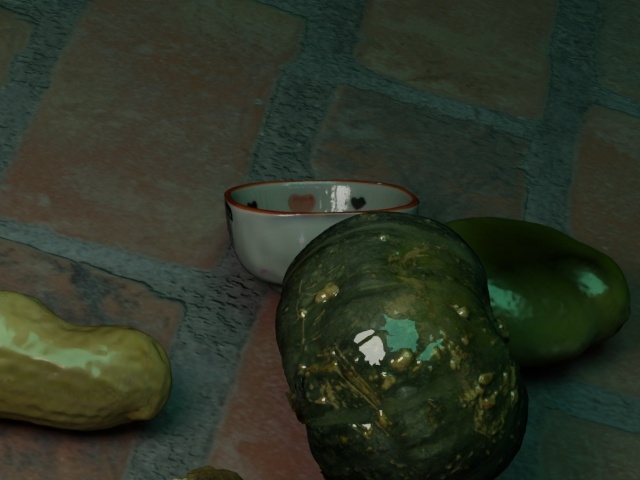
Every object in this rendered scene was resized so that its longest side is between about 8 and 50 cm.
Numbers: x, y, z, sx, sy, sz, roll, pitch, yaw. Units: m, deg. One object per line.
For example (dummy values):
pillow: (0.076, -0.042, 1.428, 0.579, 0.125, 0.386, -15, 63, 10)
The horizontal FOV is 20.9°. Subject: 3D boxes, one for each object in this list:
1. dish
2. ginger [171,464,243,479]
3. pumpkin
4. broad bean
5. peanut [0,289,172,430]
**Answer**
dish: (0.000, 0.000, 2.131, 0.256, 0.117, 0.256, 0, 12, 0)
ginger: (-0.090, 0.291, 1.852, 0.165, 0.067, 0.096, 22, 39, -14)
pumpkin: (0.085, 0.135, 1.913, 0.257, 0.291, 0.328, -21, 34, 4)
broad bean: (0.252, 0.062, 2.181, 0.291, 0.119, 0.238, 10, 41, -7)
peanut: (-0.320, 0.128, 1.901, 0.319, 0.147, 0.147, 7, 41, -8)
